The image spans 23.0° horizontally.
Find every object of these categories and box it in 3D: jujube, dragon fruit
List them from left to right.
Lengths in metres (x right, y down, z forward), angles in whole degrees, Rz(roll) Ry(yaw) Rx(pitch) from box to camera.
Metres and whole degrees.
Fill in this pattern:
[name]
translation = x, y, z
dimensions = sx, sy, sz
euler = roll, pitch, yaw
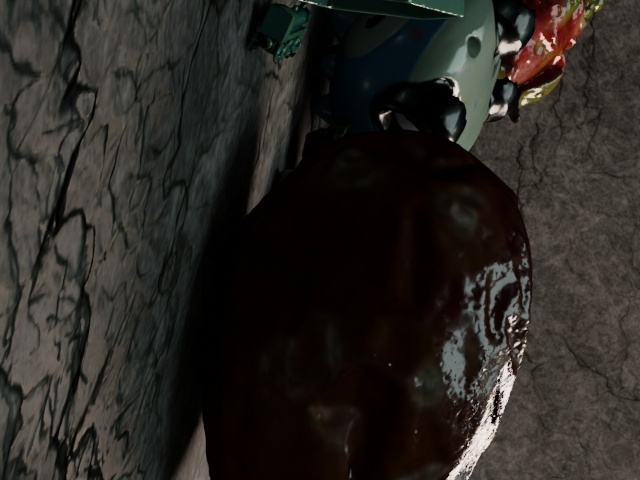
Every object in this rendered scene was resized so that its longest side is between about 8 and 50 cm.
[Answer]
[jujube]
translation = 0.033, 0.096, 1.317
dimensions = 0.276, 0.277, 0.376
euler = -65, 165, -59
[dragon fruit]
translation = 0.173, -0.269, 1.778
dimensions = 0.303, 0.231, 0.237
euler = -11, 114, -33

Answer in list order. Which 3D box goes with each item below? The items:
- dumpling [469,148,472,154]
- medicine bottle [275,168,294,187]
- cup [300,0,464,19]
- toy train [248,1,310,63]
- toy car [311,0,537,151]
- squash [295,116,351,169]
[dumpling]
translation = 0.115, -0.127, 2.120
dimensions = 0.104, 0.149, 0.216
euler = 61, 25, -10
[medicine bottle]
translation = -0.037, 0.035, 1.475
dimensions = 0.057, 0.058, 0.199
euler = 69, 35, -79
[cup]
translation = 0.052, -0.294, 1.208
dimensions = 0.148, 0.134, 0.235
euler = 10, -88, 64
[toy train]
translation = -0.029, -0.161, 1.201
dimensions = 0.045, 0.029, 0.092
euler = -63, 175, 17
[toy car]
translation = 0.088, -0.161, 1.563
dimensions = 0.188, 0.190, 0.255
euler = -53, 165, -22
[squash]
translation = -0.001, -0.001, 1.610
dimensions = 0.087, 0.087, 0.331
euler = -69, 170, -45
